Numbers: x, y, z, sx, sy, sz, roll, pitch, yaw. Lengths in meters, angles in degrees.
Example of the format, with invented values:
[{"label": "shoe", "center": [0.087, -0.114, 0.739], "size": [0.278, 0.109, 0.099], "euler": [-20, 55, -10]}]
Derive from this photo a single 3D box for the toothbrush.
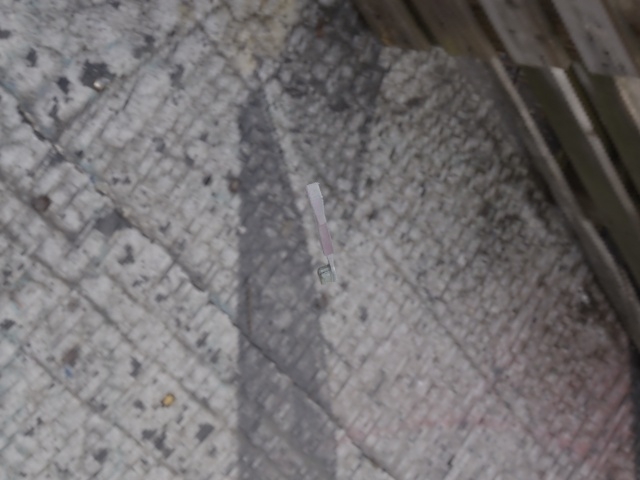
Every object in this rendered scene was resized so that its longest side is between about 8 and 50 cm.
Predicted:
[{"label": "toothbrush", "center": [0.002, -0.001, 0.985], "size": [0.017, 0.014, 0.194], "euler": [-18, 158, -4]}]
